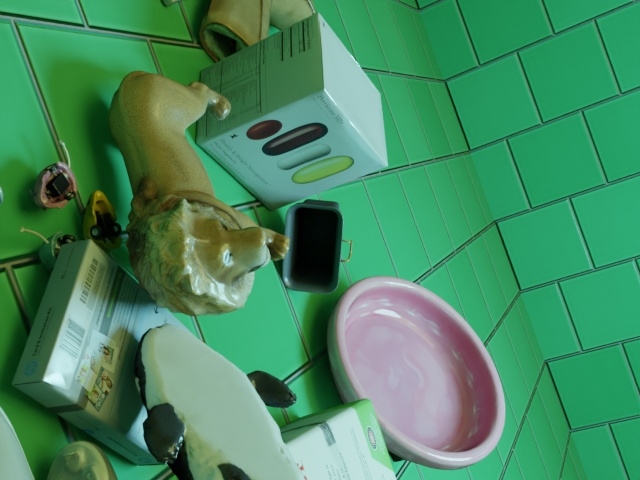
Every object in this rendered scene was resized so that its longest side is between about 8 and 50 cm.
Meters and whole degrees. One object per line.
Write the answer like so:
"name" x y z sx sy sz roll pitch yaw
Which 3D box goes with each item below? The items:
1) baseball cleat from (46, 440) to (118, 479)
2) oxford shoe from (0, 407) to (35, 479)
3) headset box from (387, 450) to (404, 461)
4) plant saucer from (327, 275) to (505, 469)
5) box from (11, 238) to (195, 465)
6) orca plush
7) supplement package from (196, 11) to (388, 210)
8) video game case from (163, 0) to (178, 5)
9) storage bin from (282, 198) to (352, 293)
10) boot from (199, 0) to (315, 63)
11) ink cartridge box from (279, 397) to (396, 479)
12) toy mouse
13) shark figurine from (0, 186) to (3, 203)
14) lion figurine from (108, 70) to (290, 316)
"baseball cleat" -0.182 0.273 0.682 0.109 0.072 0.206 32 47 -75
"oxford shoe" -0.196 0.310 0.527 0.169 0.130 0.449 10 62 -62
"headset box" 0.151 0.328 1.346 0.032 0.062 0.083 61 25 -23
"plant saucer" 0.141 0.213 1.261 0.332 0.084 0.332 24 41 -22
"box" -0.194 0.110 0.754 0.186 0.038 0.145 53 35 -46
"orca plush" -0.073 0.204 0.720 0.287 0.102 0.151 34 35 10
"supplement package" -0.038 -0.177 1.149 0.194 0.203 0.149 42 36 -47
"video game case" -0.230 -0.428 1.159 0.157 0.019 0.143 62 25 -17
"storage bin" 0.000 0.000 1.200 0.091 0.098 0.135 -68 162 -70
"boot" -0.100 -0.354 1.313 0.236 0.089 0.269 37 39 -36
"ink cartridge box" -0.005 0.320 0.946 0.273 0.115 0.198 -1 73 -66
"toy mouse" -0.251 -0.016 0.771 0.143 0.031 0.161 -30 103 -67
"shark figurine" -0.266 0.058 0.437 0.116 0.278 0.166 54 -3 26
"lion figurine" -0.158 -0.070 0.868 0.392 0.142 0.240 57 14 29
